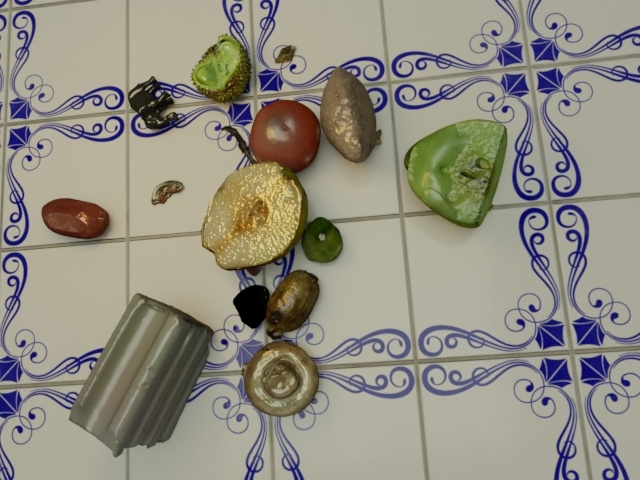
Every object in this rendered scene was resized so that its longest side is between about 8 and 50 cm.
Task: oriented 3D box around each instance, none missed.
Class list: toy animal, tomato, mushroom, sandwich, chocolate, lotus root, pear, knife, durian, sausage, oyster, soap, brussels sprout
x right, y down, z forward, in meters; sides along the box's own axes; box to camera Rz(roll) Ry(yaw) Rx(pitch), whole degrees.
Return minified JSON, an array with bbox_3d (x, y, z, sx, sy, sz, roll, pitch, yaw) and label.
[{"bbox_3d":[-0.620,-0.500,1.974,0.146,0.114,0.245,-41,57,-8],"label":"toy animal"},{"bbox_3d":[-0.122,-0.360,1.835,0.256,0.224,0.255,0,84,-3],"label":"tomato"},{"bbox_3d":[-0.133,0.449,1.712,0.255,0.184,0.254,0,92,-1],"label":"mushroom"},{"bbox_3d":[-0.569,-0.181,1.942,0.135,0.029,0.067,-34,78,0],"label":"sandwich"},{"bbox_3d":[-0.230,0.223,1.813,0.125,0.080,0.148,4,88,18],"label":"chocolate"},{"bbox_3d":[0.096,-0.421,1.818,0.188,0.226,0.358,-10,78,16],"label":"toy animal"},{"bbox_3d":[-0.099,0.218,1.769,0.145,0.128,0.260,36,85,-30],"label":"lotus root"},{"bbox_3d":[0.429,-0.228,1.754,0.318,0.238,0.342,17,88,21],"label":"pear"},{"bbox_3d":[-0.286,-0.349,1.946,0.045,0.021,0.222,-40,75,-3],"label":"knife"},{"bbox_3d":[-0.352,-0.614,1.923,0.200,0.176,0.237,28,89,0],"label":"durian"},{"bbox_3d":[-0.881,-0.077,1.903,0.254,0.148,0.148,5,81,8],"label":"sausage"},{"bbox_3d":[-0.130,-0.698,1.987,0.051,0.034,0.093,33,89,18],"label":"oyster"},{"bbox_3d":[-0.198,-0.065,1.794,0.386,0.191,0.340,-43,69,10],"label":"pear"},{"bbox_3d":[-0.547,0.419,1.690,0.213,0.350,0.435,24,82,17],"label":"soap"},{"bbox_3d":[0.002,0.001,1.803,0.152,0.122,0.149,31,82,9],"label":"brussels sprout"}]

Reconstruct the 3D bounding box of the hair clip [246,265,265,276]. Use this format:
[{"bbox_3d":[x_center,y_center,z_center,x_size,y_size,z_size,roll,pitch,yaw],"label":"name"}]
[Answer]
[{"bbox_3d":[-0.205,0.065,1.865,0.054,0.022,0.137,44,87,8],"label":"hair clip"}]
